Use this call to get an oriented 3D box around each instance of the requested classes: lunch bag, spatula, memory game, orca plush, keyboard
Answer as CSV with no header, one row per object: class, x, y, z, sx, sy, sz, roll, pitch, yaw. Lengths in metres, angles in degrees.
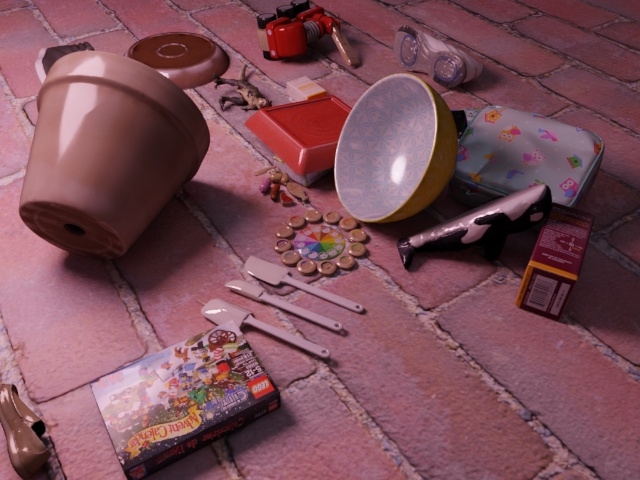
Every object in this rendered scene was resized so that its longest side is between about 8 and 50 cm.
lunch bag,0.402,-0.144,1.222,0.279,0.108,0.224,24,71,27
spatula,-0.063,0.116,1.028,0.241,0.019,0.168,21,41,20
memory game,0.000,0.000,1.156,0.186,0.012,0.186,0,43,0
orca plush,0.288,-0.001,1.096,0.287,0.102,0.151,-24,5,3
keyboard,0.251,-0.271,1.417,0.192,0.038,0.100,2,61,25

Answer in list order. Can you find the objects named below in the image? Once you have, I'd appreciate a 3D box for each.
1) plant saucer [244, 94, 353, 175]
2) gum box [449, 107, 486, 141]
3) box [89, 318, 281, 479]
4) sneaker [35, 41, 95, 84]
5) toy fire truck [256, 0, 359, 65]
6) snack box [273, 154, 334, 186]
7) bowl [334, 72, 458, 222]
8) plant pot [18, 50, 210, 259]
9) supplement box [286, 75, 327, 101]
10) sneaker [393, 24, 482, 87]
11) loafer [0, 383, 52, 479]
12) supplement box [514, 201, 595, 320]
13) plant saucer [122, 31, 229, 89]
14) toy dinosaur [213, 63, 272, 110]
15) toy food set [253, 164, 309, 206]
plant saucer,-0.002,-0.253,1.356,0.258,0.048,0.259,-18,44,-27
gum box,0.378,-0.247,1.411,0.156,0.041,0.184,-4,43,-4
box,-0.197,0.225,0.881,0.233,0.044,0.159,-23,47,-23
sneaker,-0.644,-0.441,1.560,0.146,0.105,0.296,-16,40,-10
toy fire truck,-0.025,-0.569,1.703,0.246,0.159,0.217,22,45,36
snack box,-0.021,-0.180,1.334,0.100,0.037,0.141,31,48,27
bowl,0.174,-0.164,1.190,0.156,0.290,0.289,12,33,-36
plant pot,-0.398,-0.128,1.112,0.323,0.323,0.281,9,60,8
supplement box,-0.036,-0.383,1.557,0.062,0.036,0.098,-25,48,-25
sneaker,0.318,-0.506,1.670,0.129,0.111,0.297,-13,46,-37
loafer,-0.412,0.259,0.838,0.050,0.056,0.148,-21,57,-23
supplement box,0.412,0.033,1.058,0.080,0.104,0.188,20,46,19
plant saucer,-0.412,-0.515,1.691,0.310,0.050,0.311,1,43,-1
toy dinosaur,-0.209,-0.385,1.544,0.118,0.064,0.268,-9,41,-20
toy food set,-0.087,-0.108,1.271,0.077,0.019,0.122,-24,56,-24
